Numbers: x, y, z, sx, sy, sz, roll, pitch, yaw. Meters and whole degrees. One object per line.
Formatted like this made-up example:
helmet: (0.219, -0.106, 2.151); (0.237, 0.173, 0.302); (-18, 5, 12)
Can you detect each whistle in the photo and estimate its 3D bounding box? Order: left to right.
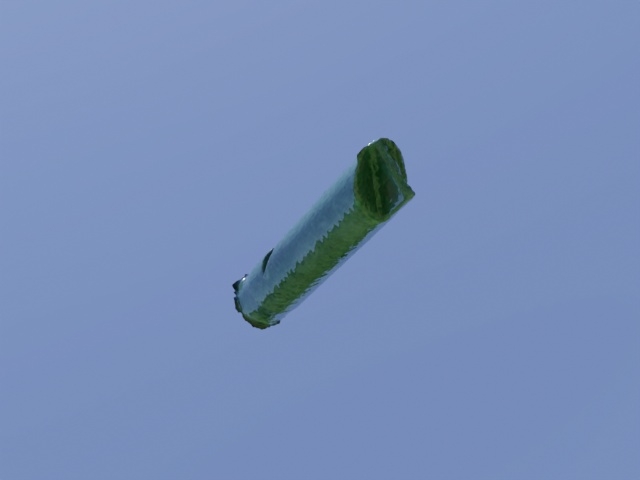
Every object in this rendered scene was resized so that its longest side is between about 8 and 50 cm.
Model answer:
whistle: (0.000, 0.000, 0.797); (0.039, 0.039, 0.186); (5, -24, -23)
